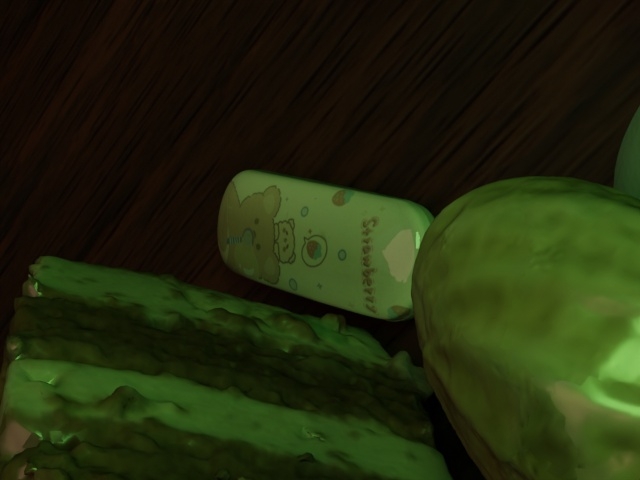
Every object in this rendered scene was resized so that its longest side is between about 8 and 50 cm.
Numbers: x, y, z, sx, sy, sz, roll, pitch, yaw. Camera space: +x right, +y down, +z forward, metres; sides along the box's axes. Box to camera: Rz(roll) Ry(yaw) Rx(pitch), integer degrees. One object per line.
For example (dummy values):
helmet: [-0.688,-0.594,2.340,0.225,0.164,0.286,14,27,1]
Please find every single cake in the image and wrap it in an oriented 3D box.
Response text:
cake: [-0.081,0.188,0.666,0.290,0.256,0.282,-110,38,-69]

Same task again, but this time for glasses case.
glasses case: [0.000,0.000,0.785,0.204,0.051,0.081,12,94,47]

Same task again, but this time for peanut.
peanut: [0.158,0.065,0.472,0.313,0.152,0.152,20,101,40]

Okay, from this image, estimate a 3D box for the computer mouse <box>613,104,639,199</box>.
computer mouse: [0.228,-0.057,0.526,0.231,0.079,0.128,-44,55,32]
